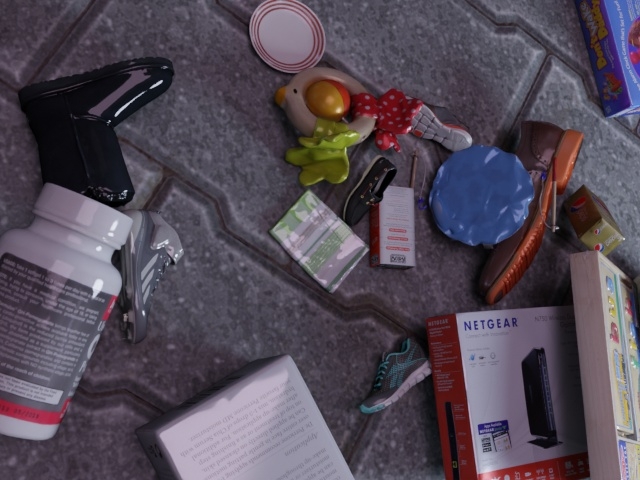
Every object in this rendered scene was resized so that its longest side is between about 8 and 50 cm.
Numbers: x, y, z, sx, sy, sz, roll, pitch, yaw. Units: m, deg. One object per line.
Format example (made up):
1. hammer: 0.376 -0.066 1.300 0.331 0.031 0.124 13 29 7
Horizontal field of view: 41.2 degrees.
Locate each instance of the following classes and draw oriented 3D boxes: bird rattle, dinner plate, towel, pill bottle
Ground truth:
1. bird rattle: 0.039 -0.221 1.452 0.253 0.143 0.207 -37 78 -27
2. dinner plate: -0.059 -0.358 1.493 0.141 0.017 0.141 5 78 -22
3. towel: 0.000 0.000 1.441 0.152 0.023 0.113 45 66 -8
4. pill bottle: -0.378 0.091 1.153 0.176 0.176 0.319 25 83 -16

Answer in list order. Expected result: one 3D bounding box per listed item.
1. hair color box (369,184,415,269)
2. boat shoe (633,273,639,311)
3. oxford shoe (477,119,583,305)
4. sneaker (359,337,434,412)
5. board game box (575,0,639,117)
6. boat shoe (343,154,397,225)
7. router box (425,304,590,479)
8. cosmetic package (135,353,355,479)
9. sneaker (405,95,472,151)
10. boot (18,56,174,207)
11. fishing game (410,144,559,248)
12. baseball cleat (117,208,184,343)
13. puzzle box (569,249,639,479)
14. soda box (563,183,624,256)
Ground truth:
1. hair color box: 0.125 -0.022 1.486 0.072 0.043 0.141 6 76 -21
2. boat shoe: 0.727 0.185 1.682 0.116 0.099 0.319 -43 88 21
3. oxford shoe: 0.356 -0.054 1.568 0.132 0.130 0.364 23 76 18
4. sneaker: 0.118 0.225 1.430 0.166 0.065 0.076 -33 85 -32
5. board game box: 0.664 -0.442 1.775 0.233 0.078 0.347 -9 83 -24
6. boat shoe: 0.083 -0.079 1.447 0.049 0.042 0.133 7 119 -54
7. router box: 0.349 0.269 1.469 0.335 0.082 0.301 -1 80 -33
8. cosmetic package: -0.059 0.422 1.255 0.230 0.161 0.453 -27 90 -25
9. sneaker: 0.208 -0.221 1.565 0.158 0.061 0.065 31 42 -15
10. boot: -0.317 -0.155 1.301 0.246 0.094 0.207 -17 83 -18
11. fishing game: 0.286 -0.077 1.512 0.264 0.041 0.189 1 76 13
12. baseball cleat: -0.258 0.052 1.299 0.109 0.072 0.206 -2 84 -29
13. puzzle box: 0.518 0.243 1.492 0.272 0.052 0.409 24 60 -53
14. soda box: 0.503 -0.037 1.577 0.061 0.181 0.058 40 111 -10
